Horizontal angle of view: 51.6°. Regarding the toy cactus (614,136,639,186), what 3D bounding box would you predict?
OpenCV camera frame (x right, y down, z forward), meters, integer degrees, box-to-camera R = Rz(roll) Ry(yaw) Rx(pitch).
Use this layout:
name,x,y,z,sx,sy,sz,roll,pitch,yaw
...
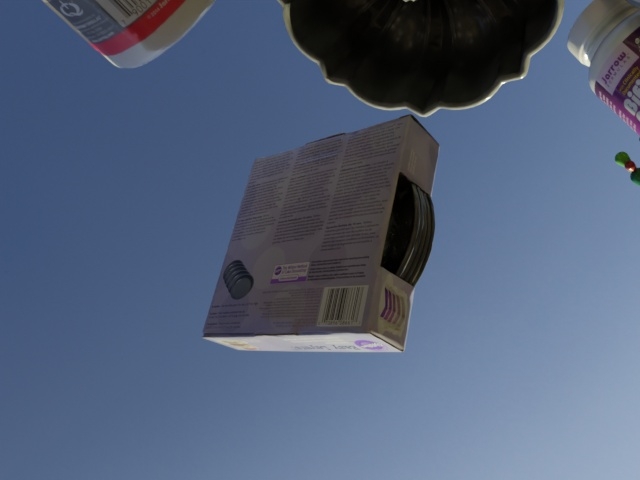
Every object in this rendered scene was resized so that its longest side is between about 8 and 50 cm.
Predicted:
name,x,y,z,sx,sy,sz,roll,pitch,yaw
toy cactus,0.736,-0.125,1.401,0.218,0.112,0.181,17,-104,-2

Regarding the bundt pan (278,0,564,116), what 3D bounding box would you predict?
name,x,y,z,sx,sy,sz,roll,pitch,yaw
bundt pan,0.112,-0.312,0.734,0.331,0.330,0.124,48,-137,-16

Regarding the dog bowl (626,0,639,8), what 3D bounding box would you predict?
name,x,y,z,sx,sy,sz,roll,pitch,yaw
dog bowl,0.511,-0.461,0.867,0.102,0.348,0.349,-7,-89,-38

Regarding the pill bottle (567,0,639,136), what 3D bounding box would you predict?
name,x,y,z,sx,sy,sz,roll,pitch,yaw
pill bottle,0.525,-0.250,1.014,0.169,0.169,0.302,-18,-123,-25

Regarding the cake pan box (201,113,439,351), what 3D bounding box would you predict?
name,x,y,z,sx,sy,sz,roll,pitch,yaw
cake pan box,0.000,0.000,0.743,0.070,0.266,0.246,31,-119,-40

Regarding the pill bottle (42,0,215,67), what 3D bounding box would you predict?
name,x,y,z,sx,sy,sz,roll,pitch,yaw
pill bottle,-0.246,-0.329,0.609,0.318,0.176,0.176,43,-110,-39
